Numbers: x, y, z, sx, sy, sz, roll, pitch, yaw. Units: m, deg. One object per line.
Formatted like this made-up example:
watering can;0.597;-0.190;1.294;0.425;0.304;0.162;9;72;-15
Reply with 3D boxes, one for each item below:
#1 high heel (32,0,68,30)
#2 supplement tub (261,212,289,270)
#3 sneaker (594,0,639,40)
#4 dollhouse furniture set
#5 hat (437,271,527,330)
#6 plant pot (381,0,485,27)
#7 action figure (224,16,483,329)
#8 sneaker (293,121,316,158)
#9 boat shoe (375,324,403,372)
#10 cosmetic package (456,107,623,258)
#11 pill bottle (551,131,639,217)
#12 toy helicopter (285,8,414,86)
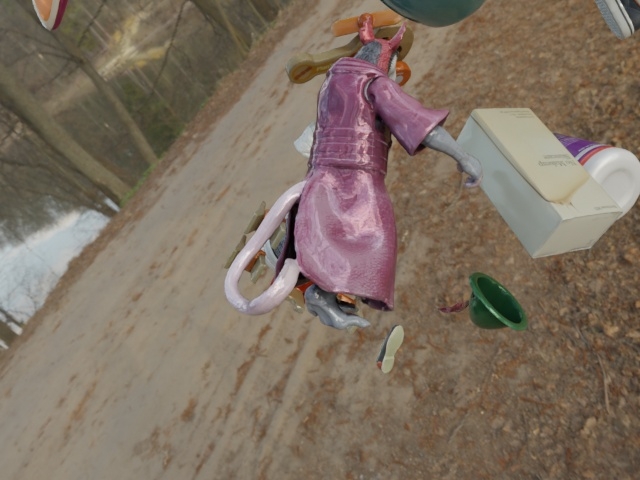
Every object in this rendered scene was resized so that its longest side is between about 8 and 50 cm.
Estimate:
high heel;-0.459;-0.510;0.982;0.082;0.244;0.117;20;26;18
supplement tub;-0.044;-0.014;1.598;0.272;0.191;0.191;-26;30;48
sneaker;0.701;-0.649;1.283;0.127;0.321;0.126;-34;23;23
dollhouse furniture set;0.000;0.000;0.981;0.259;0.262;0.135;-59;9;18
hat;0.367;0.194;1.286;0.183;0.173;0.208;-50;-18;27
plant pot;0.222;-0.527;1.016;0.290;0.195;0.290;-21;44;21
action figure;0.020;-0.093;0.645;0.248;0.276;0.370;6;88;55
sneaker;0.048;-0.254;1.519;0.115;0.232;0.090;-54;26;25
boat shoe;0.180;0.281;1.421;0.043;0.049;0.137;37;116;57
cosmetic package;0.415;-0.124;1.063;0.160;0.113;0.309;-8;52;-24
pill bottle;0.616;-0.169;1.352;0.181;0.181;0.323;-41;28;0
toy helicopter;0.080;-0.493;1.405;0.355;0.235;0.140;-18;68;-10
